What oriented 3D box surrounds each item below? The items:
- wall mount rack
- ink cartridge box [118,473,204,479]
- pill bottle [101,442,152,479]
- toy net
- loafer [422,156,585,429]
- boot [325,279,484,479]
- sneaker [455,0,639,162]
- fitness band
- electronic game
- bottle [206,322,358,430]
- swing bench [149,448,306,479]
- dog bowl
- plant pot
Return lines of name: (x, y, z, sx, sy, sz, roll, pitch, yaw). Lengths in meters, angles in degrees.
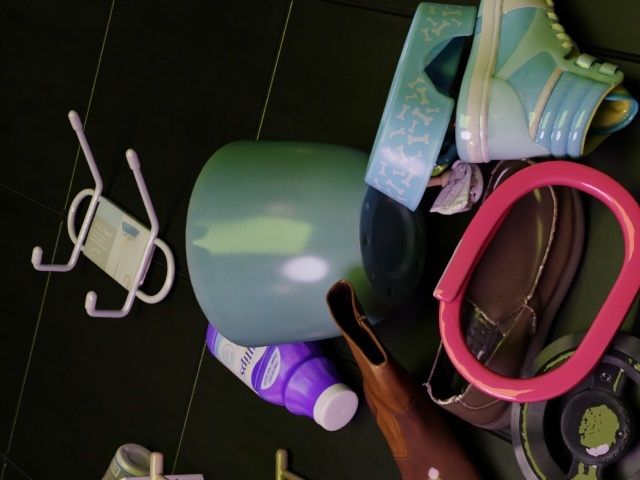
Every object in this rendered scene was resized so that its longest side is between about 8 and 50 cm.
wall mount rack: (-0.381, -0.044, 2.144, 0.350, 0.130, 0.304, 32, 107, 42)
ink cartridge box: (-0.269, 0.432, 1.915, 0.067, 0.198, 0.115, -31, 64, 39)
pill bottle: (-0.334, 0.419, 2.070, 0.078, 0.078, 0.137, 47, 117, 38)
toy net: (0.178, -0.102, 1.580, 0.122, 0.045, 0.232, -45, 28, 17)
loafer: (0.223, 0.060, 1.511, 0.134, 0.130, 0.366, 15, 95, 45)
boot: (0.114, 0.208, 1.511, 0.096, 0.280, 0.264, -24, 51, -1)
sneaker: (0.294, -0.226, 1.504, 0.208, 0.127, 0.319, 7, 66, 18)
fitness band: (0.258, 0.049, 1.430, 0.209, 0.054, 0.291, 30, 90, 14)
electronic game: (0.328, 0.218, 1.438, 0.229, 0.048, 0.229, -7, 78, 36)
bottle: (-0.057, 0.181, 1.808, 0.283, 0.092, 0.118, 36, 111, 42)
swing bench: (-0.121, 0.441, 1.724, 0.165, 0.253, 0.255, 19, 99, 45)
dog bowl: (0.124, -0.179, 1.541, 0.166, 0.074, 0.297, 109, 179, -57)
plant pot: (0.000, 0.000, 1.650, 0.235, 0.293, 0.293, -3, 83, 34)
